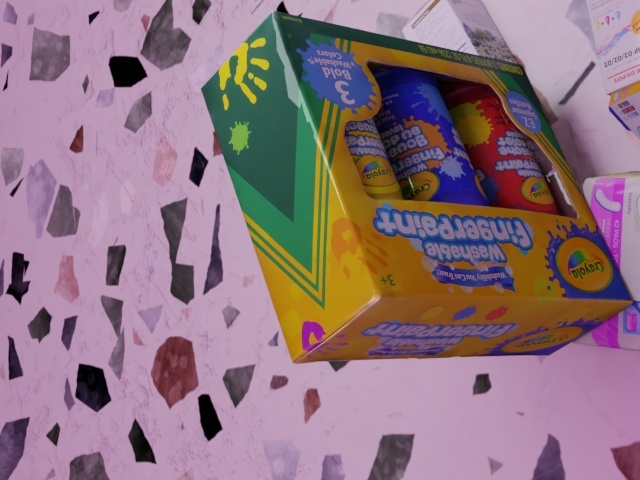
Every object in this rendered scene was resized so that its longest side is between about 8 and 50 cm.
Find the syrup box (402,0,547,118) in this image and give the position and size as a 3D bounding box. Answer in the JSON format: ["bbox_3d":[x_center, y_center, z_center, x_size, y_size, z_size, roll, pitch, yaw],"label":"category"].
[{"bbox_3d":[0.221,-0.243,1.788,0.096,0.093,0.237,-46,56,34],"label":"syrup box"}]

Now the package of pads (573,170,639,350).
[{"bbox_3d":[0.457,0.027,1.514,0.296,0.101,0.229,4,90,46],"label":"package of pads"}]

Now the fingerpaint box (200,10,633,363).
[{"bbox_3d":[0.123,-0.053,1.480,0.163,0.444,0.371,-40,58,39],"label":"fingerpaint box"}]

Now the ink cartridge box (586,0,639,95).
[{"bbox_3d":[0.419,-0.252,1.606,0.104,0.061,0.181,-22,71,43],"label":"ink cartridge box"}]

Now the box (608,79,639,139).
[{"bbox_3d":[0.434,-0.173,1.571,0.136,0.081,0.028,-27,31,41],"label":"box"}]
